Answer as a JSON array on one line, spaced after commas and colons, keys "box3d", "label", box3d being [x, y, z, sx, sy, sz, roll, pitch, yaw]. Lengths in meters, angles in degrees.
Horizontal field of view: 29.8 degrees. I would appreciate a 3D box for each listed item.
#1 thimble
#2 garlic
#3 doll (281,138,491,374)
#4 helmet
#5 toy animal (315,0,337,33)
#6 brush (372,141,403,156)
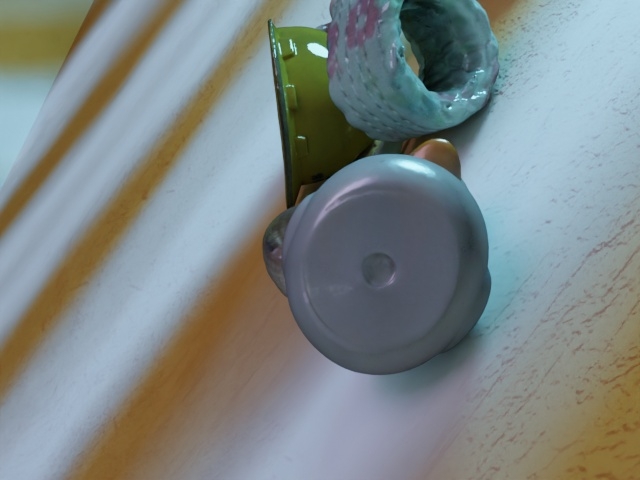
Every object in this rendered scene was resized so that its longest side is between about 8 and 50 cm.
[{"box3d": [0.104, -0.231, 1.448, 0.185, 0.211, 0.149, -35, 12, -31], "label": "thimble"}, {"box3d": [-0.008, 0.000, 1.498, 0.128, 0.090, 0.198, -28, 25, 14], "label": "garlic"}, {"box3d": [0.075, 0.011, 1.234, 0.221, 0.221, 0.251, 33, 104, 65], "label": "doll"}, {"box3d": [0.006, -0.174, 1.605, 0.140, 0.257, 0.205, -9, -2, -2], "label": "helmet"}, {"box3d": [0.034, -0.250, 1.721, 0.124, 0.124, 0.212, -108, 38, -60], "label": "toy animal"}, {"box3d": [0.089, -0.119, 1.531, 0.178, 0.033, 0.030, -63, 13, -23], "label": "brush"}]
